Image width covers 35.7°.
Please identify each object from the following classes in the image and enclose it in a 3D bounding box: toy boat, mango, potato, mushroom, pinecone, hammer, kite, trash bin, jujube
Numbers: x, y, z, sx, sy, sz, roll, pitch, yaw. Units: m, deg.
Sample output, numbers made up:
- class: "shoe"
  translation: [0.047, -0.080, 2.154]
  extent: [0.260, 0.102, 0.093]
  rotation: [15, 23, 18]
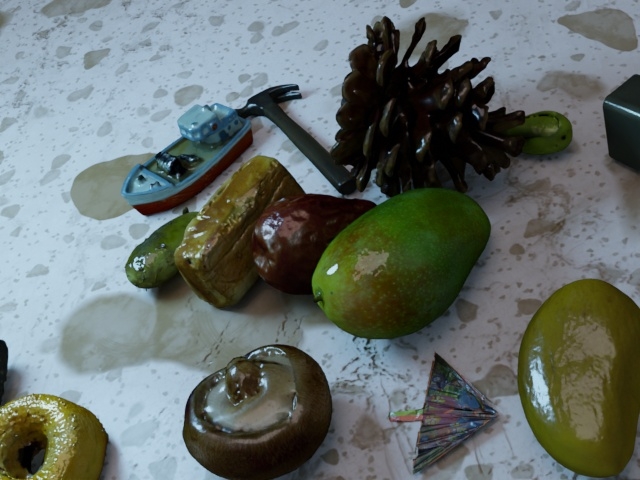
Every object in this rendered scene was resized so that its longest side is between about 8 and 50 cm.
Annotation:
- class: "toy boat"
  translation: [-0.306, -0.186, 2.191]
  extent: [0.145, 0.133, 0.332]
  rotation: [28, 62, 39]
- class: "mango"
  translation: [0.424, -0.212, 1.969]
  extent: [0.165, 0.074, 0.091]
  rotation: [8, 55, 45]
- class: "mango"
  translation: [0.157, 0.032, 1.737]
  extent: [0.382, 0.201, 0.225]
  rotation: [-32, 49, -30]
- class: "potato"
  translation: [-0.306, 0.015, 2.017]
  extent: [0.117, 0.090, 0.225]
  rotation: [8, 43, 37]
- class: "mushroom"
  translation: [-0.099, 0.281, 1.614]
  extent: [0.253, 0.153, 0.253]
  rotation: [-12, 41, 10]
- class: "pinecone"
  translation: [0.215, -0.241, 1.899]
  extent: [0.384, 0.384, 0.384]
  rotation: [-11, 43, 11]
- class: "hammer"
  translation: [-0.044, -0.220, 2.188]
  extent: [0.168, 0.044, 0.440]
  rotation: [-32, 44, -9]
- class: "kite"
  translation: [0.199, 0.273, 1.606]
  extent: [0.183, 0.014, 0.241]
  rotation: [-7, 44, 19]
- class: "mango"
  translation: [0.394, 0.200, 1.509]
  extent: [0.195, 0.142, 0.331]
  rotation: [1, 49, 29]
- class: "trash bin"
  translation: [0.642, -0.185, 1.790]
  extent: [0.122, 0.164, 0.240]
  rotation: [-38, 42, -18]
- class: "jujube"
  translation: [0.000, 0.000, 1.843]
  extent: [0.255, 0.190, 0.190]
  rotation: [-14, 40, -17]

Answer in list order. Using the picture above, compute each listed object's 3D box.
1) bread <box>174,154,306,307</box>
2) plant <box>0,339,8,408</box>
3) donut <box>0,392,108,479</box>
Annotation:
- class: "bread"
  translation: [-0.150, -0.016, 1.927]
  extent: [0.132, 0.167, 0.294]
  rotation: [15, 58, 43]
- class: "plant"
  translation: [-0.668, 0.269, 1.867]
  extent: [0.131, 0.142, 0.203]
  rotation: [2, 59, 13]
- class: "donut"
  translation: [-0.487, 0.382, 1.708]
  extent: [0.253, 0.118, 0.253]
  rotation: [-9, 59, 15]
